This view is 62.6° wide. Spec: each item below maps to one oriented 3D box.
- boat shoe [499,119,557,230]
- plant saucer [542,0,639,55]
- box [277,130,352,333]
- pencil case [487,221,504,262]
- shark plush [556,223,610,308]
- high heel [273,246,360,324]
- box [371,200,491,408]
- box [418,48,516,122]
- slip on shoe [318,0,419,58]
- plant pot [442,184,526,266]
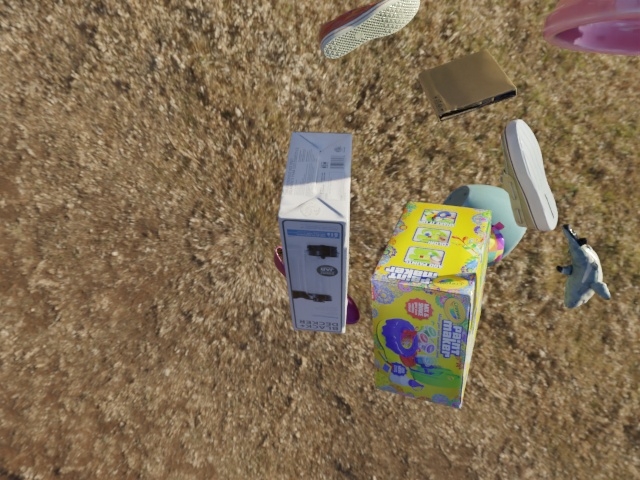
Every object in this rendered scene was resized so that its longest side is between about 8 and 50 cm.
[{"bbox_3d":[0.474,-0.140,1.244,0.109,0.094,0.302,-52,124,-38],"label":"boat shoe"},{"bbox_3d":[0.478,-0.311,0.701,0.333,0.332,0.084,2,103,-7],"label":"plant saucer"},{"bbox_3d":[0.000,0.000,0.796,0.087,0.289,0.169,2,53,4],"label":"box"},{"bbox_3d":[0.333,0.012,1.297,0.237,0.104,0.104,-8,91,-13],"label":"pencil case"},{"bbox_3d":[0.422,0.047,0.862,0.067,0.073,0.161,-19,130,17],"label":"shark plush"},{"bbox_3d":[-0.010,0.101,1.210,0.082,0.117,0.244,-44,68,-6],"label":"high heel"},{"bbox_3d":[0.227,0.120,1.059,0.177,0.279,0.289,8,126,20],"label":"box"},{"bbox_3d":[0.312,-0.340,1.144,0.165,0.201,0.021,-18,131,11],"label":"box"},{"bbox_3d":[0.141,-0.669,1.595,0.332,0.123,0.101,-25,62,5],"label":"slip on shoe"},{"bbox_3d":[0.518,-0.075,1.769,0.196,0.290,0.290,34,86,-16],"label":"plant pot"}]
